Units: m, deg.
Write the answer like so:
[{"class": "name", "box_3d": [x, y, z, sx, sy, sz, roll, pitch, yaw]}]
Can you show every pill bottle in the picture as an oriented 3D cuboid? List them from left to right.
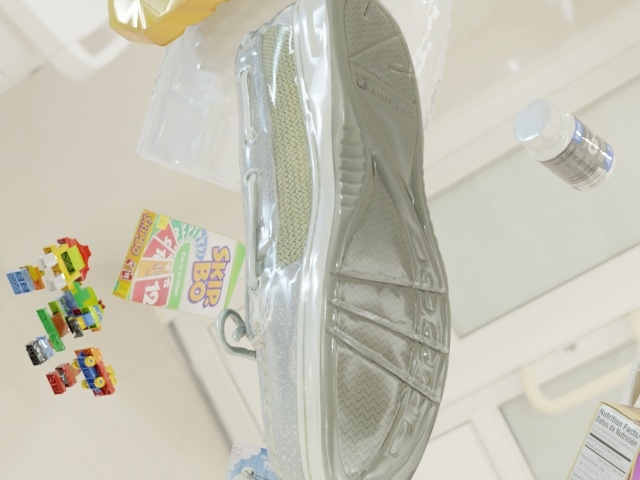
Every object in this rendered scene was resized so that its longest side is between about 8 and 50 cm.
[{"class": "pill bottle", "box_3d": [0.324, -0.128, 1.491, 0.137, 0.078, 0.078, 31, 33, -33]}]

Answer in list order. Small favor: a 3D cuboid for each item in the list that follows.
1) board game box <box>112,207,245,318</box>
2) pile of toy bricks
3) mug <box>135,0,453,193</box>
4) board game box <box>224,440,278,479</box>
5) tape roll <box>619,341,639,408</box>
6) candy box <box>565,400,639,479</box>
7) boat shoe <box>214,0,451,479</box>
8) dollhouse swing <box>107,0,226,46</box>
[{"class": "board game box", "box_3d": [-0.186, 0.040, 1.589, 0.039, 0.124, 0.259, 20, 0, 27]}, {"class": "pile of toy bricks", "box_3d": [-0.326, 0.098, 1.487, 0.105, 0.118, 0.212, -40, 114, -53]}, {"class": "mug", "box_3d": [0.005, -0.203, 1.168, 0.276, 0.328, 0.374, 18, 5, 14]}, {"class": "board game box", "box_3d": [-0.070, 0.292, 1.332, 0.020, 0.090, 0.090, 94, 8, -83]}, {"class": "tape roll", "box_3d": [0.479, 0.171, 1.477, 0.100, 0.286, 0.286, 20, 16, 11]}, {"class": "candy box", "box_3d": [0.213, 0.211, 0.784, 0.109, 0.186, 0.053, 15, 11, -33]}, {"class": "boat shoe", "box_3d": [-0.002, -0.002, 0.634, 0.118, 0.103, 0.320, 26, 53, -47]}, {"class": "dollhouse swing", "box_3d": [-0.028, -0.328, 1.088, 0.315, 0.347, 0.305, 17, 49, -56]}]
